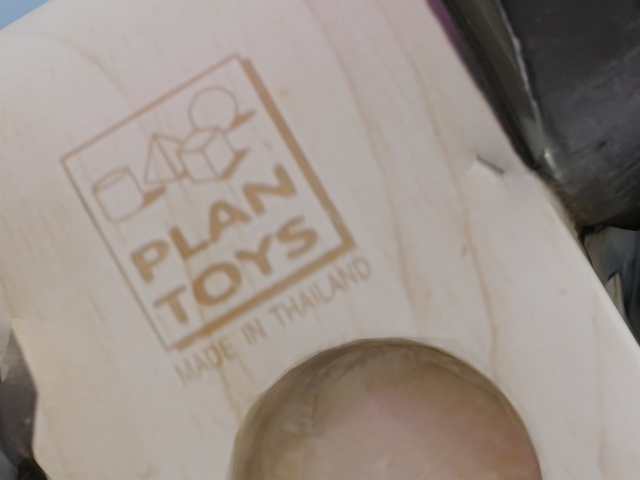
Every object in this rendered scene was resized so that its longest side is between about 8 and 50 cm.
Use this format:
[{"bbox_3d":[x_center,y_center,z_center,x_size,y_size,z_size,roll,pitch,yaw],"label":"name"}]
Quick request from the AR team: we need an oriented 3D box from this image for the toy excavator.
[{"bbox_3d":[0.000,0.000,0.554,0.222,0.433,0.445,-31,171,3],"label":"toy excavator"}]
